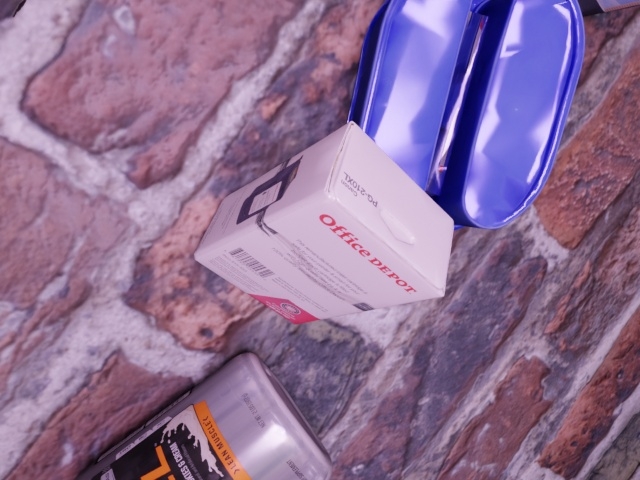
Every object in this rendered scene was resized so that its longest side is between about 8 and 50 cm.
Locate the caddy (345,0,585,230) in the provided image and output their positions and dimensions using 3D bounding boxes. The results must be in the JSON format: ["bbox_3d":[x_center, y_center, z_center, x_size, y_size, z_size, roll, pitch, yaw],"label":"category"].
[{"bbox_3d":[0.161,-0.169,0.597,0.242,0.179,0.340,12,101,-3],"label":"caddy"}]

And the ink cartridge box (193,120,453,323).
[{"bbox_3d":[0.000,0.000,0.532,0.172,0.237,0.100,38,53,-27],"label":"ink cartridge box"}]

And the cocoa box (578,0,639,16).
[{"bbox_3d":[0.340,-0.480,0.552,0.347,0.228,0.231,39,87,-27],"label":"cocoa box"}]

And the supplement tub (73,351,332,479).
[{"bbox_3d":[-0.159,0.301,0.578,0.316,0.194,0.193,-36,115,-10],"label":"supplement tub"}]
